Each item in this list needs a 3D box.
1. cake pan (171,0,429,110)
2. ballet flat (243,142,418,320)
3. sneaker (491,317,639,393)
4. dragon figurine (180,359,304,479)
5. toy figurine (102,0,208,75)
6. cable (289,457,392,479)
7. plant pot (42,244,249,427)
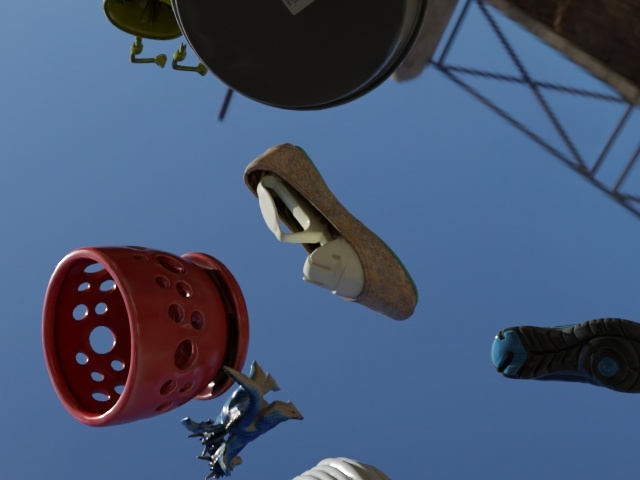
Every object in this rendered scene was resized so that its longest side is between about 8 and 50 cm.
[{"bbox_3d":[-0.029,-0.274,1.166,0.293,0.293,0.054,23,-154,-2],"label":"cake pan"},{"bbox_3d":[0.000,0.000,1.466,0.106,0.108,0.316,-22,-120,-38],"label":"ballet flat"},{"bbox_3d":[0.479,0.195,1.901,0.340,0.125,0.139,3,178,35],"label":"sneaker"},{"bbox_3d":[-0.104,0.218,1.258,0.085,0.144,0.289,50,176,10],"label":"dragon figurine"},{"bbox_3d":[-0.115,-0.374,1.614,0.362,0.191,0.217,10,-111,10],"label":"toy figurine"},{"bbox_3d":[0.035,0.294,0.822,0.089,0.257,0.257,-14,-103,-17],"label":"cable"},{"bbox_3d":[-0.183,0.097,1.179,0.174,0.191,0.191,-4,-138,-42],"label":"plant pot"}]
